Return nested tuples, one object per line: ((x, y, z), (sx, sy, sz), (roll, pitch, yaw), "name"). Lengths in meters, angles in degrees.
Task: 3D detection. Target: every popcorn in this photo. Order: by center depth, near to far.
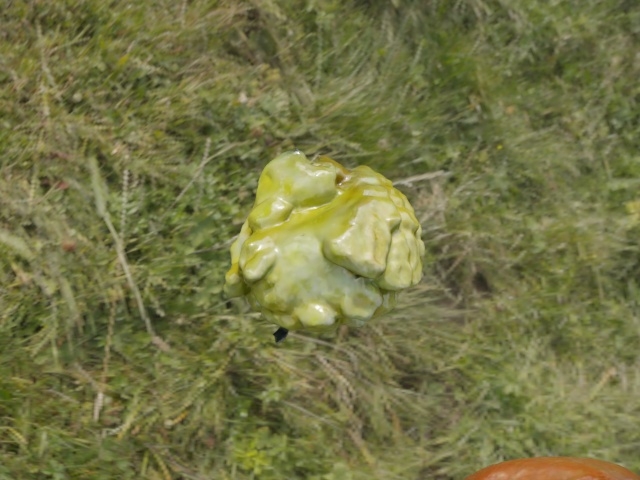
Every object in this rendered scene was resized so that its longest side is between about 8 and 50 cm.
((0.000, 0.010, 0.840), (0.174, 0.142, 0.173), (3, 44, -3), "popcorn")

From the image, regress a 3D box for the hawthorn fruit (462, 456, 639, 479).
((0.194, 0.287, 0.928), (0.199, 0.251, 0.199), (8, 90, -65), "hawthorn fruit")
